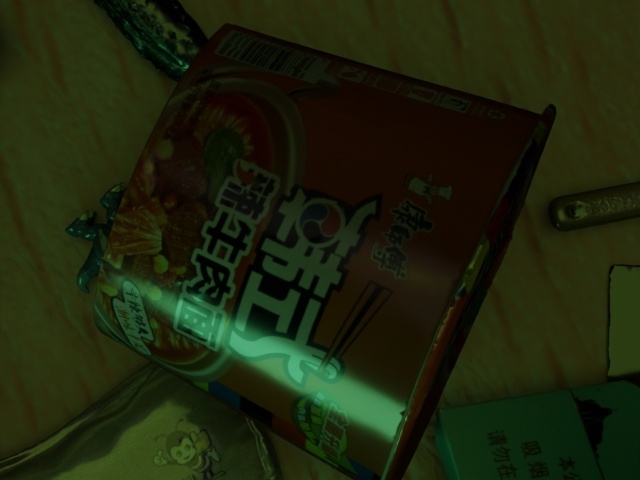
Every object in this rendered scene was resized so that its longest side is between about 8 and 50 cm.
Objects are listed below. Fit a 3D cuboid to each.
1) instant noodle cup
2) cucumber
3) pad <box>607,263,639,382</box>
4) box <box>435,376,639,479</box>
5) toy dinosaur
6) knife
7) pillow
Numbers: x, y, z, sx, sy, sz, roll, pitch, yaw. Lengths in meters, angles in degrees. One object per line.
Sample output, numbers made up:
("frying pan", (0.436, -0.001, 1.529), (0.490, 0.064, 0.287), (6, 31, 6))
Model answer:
("instant noodle cup", (0.000, 0.000, 1.108), (0.192, 0.250, 0.250), (24, 87, 7))
("cucumber", (-0.144, -0.181, 1.198), (0.044, 0.043, 0.256), (-43, 91, 2))
("pad", (0.329, 0.117, 1.225), (0.300, 0.005, 0.202), (1, 87, -2))
("box", (0.196, 0.152, 1.142), (0.229, 0.041, 0.162), (-8, 49, -7))
("toy dinosaur", (-0.123, -0.005, 1.198), (0.083, 0.030, 0.047), (-40, 88, -3))
("knife", (0.267, -0.030, 1.219), (0.256, 0.022, 0.046), (-10, 81, -7))
("pillow", (-0.137, 0.166, 1.187), (0.233, 0.038, 0.130), (-29, 92, -5))
